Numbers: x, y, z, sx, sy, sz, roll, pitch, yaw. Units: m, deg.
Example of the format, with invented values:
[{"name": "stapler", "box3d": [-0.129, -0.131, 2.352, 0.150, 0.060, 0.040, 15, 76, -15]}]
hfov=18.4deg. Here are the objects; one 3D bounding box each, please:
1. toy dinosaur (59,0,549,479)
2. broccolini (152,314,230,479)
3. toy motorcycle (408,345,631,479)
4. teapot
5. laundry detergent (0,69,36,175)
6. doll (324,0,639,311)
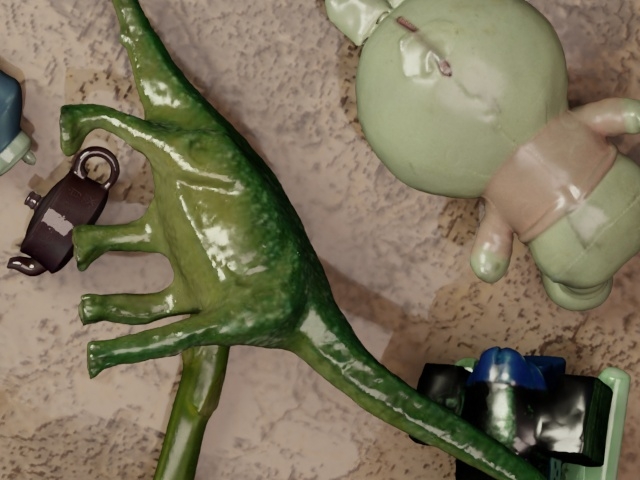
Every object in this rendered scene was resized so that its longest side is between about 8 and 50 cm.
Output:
[{"name": "toy dinosaur", "box3d": [0.000, 0.000, 1.196, 0.301, 0.087, 0.447, -5, 77, -6]}, {"name": "broccolini", "box3d": [-0.107, 0.148, 1.288, 0.079, 0.074, 0.392, 11, 101, -16]}, {"name": "toy motorcycle", "box3d": [0.114, 0.231, 1.255, 0.125, 0.196, 0.331, 3, 79, 27]}, {"name": "teapot", "box3d": [-0.165, -0.019, 1.253, 0.045, 0.068, 0.100, 32, 101, -9]}, {"name": "laundry detergent", "box3d": [-0.260, -0.111, 1.228, 0.206, 0.061, 0.096, 44, 86, -13]}, {"name": "doll", "box3d": [0.119, -0.071, 1.252, 0.155, 0.113, 0.275, -41, 104, 6]}]
